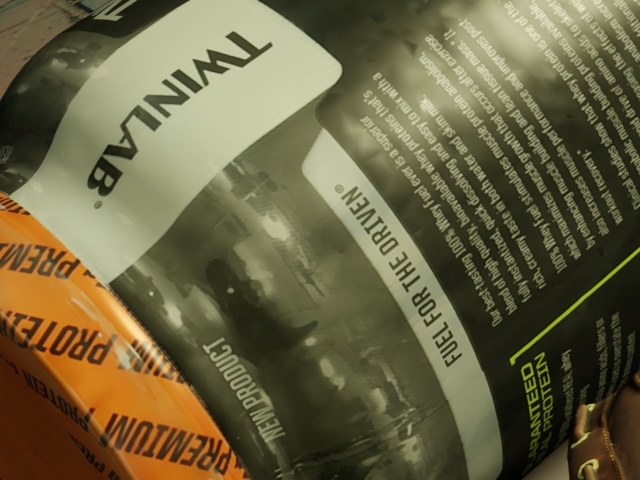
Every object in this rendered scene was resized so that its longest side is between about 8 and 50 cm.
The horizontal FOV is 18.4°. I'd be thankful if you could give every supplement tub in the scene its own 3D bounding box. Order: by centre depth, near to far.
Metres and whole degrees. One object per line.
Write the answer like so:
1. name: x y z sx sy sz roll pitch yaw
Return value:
1. supplement tub: 0.035 -0.028 0.667 0.338 0.207 0.207 -37 25 -23

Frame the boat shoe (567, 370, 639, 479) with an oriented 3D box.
1. boat shoe: 0.095 0.096 0.521 0.073 0.073 0.207 -21 16 19
